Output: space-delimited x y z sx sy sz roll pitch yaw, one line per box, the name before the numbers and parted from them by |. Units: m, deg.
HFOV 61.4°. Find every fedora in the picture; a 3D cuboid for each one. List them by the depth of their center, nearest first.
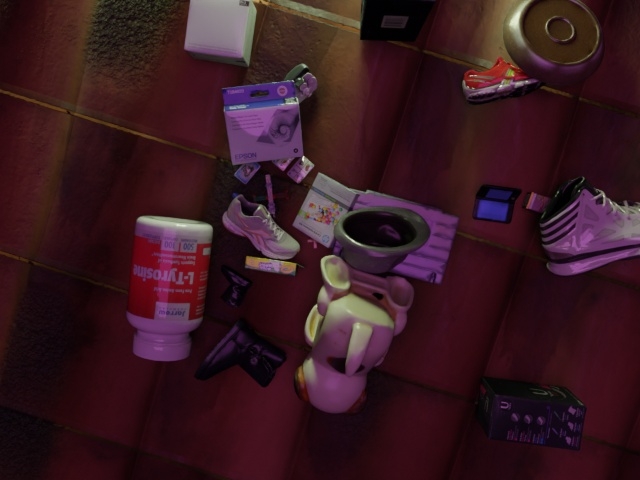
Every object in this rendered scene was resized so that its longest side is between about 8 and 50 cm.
fedora | 0.172 0.009 1.566 0.275 0.244 0.124 -9 128 -18

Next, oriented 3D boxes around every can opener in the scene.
can opener | -0.126 -0.418 1.661 0.280 0.074 0.093 -43 57 3

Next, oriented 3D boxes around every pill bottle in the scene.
pill bottle | -0.458 0.140 1.626 0.228 0.229 0.408 7 95 2

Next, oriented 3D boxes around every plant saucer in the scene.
plant saucer | 0.687 -0.600 1.565 0.310 0.050 0.311 1 75 -4

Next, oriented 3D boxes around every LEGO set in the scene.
LEGO set | -0.162 -0.194 1.692 0.182 0.060 0.244 40 89 7

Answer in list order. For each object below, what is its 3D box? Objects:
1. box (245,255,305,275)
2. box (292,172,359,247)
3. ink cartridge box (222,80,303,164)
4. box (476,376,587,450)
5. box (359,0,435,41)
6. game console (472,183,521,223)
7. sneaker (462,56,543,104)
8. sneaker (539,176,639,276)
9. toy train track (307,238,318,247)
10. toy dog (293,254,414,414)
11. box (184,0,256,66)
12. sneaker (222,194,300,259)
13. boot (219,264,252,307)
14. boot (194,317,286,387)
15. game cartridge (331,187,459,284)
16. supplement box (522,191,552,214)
box | -0.137 0.081 1.670 0.179 0.105 0.043 7 88 2
box | 0.015 -0.092 1.653 0.145 0.038 0.186 32 103 22
ink cartridge box | -0.169 -0.348 1.602 0.223 0.045 0.224 -9 109 -5
box | 0.634 0.522 1.641 0.270 0.165 0.144 7 95 1
box | 0.207 -0.754 1.477 0.178 0.343 0.313 3 93 1
game console | 0.540 -0.111 1.649 0.122 0.107 0.071 8 66 1
sneaker | 0.563 -0.493 1.605 0.278 0.107 0.119 -10 85 1
sneaker | 0.857 -0.082 1.561 0.447 0.169 0.258 -21 109 6
toy train track | 0.000 0.000 1.706 0.083 0.014 0.048 -3 87 -3
toy dog | 0.086 0.319 1.554 0.284 0.395 0.408 13 121 -13
box | -0.298 -0.634 1.618 0.180 0.119 0.182 9 94 2
sneaker | -0.173 -0.041 1.643 0.262 0.099 0.121 29 132 -1
boot | -0.285 0.148 1.714 0.121 0.045 0.099 33 98 -1
boot | -0.250 0.398 1.702 0.207 0.094 0.246 41 89 3
game cartridge | 0.231 -0.016 1.674 0.354 0.068 0.230 15 91 1
supplement box | 0.673 -0.112 1.655 0.083 0.043 0.055 20 95 1
